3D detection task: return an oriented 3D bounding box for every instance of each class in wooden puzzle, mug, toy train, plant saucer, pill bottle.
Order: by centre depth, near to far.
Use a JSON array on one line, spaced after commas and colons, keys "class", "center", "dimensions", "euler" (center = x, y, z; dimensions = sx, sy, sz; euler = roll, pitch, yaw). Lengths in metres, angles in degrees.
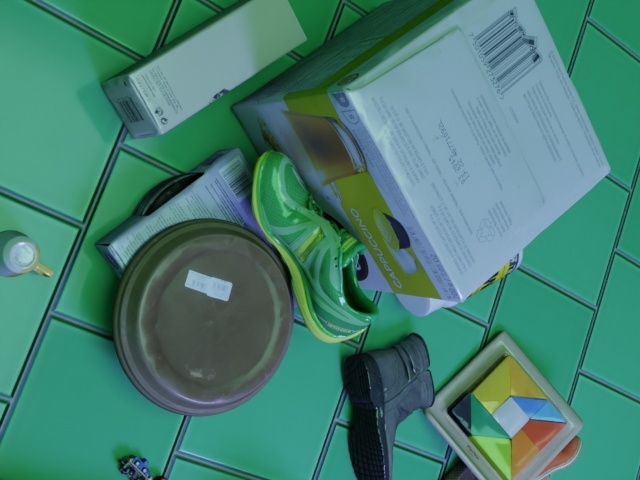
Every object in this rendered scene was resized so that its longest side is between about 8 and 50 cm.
[{"class": "mug", "center": [-0.385, 0.018, 1.242], "dimensions": [0.078, 0.064, 0.062], "euler": [0, 91, -33]}, {"class": "plant saucer", "center": [-0.151, 0.108, 1.330], "dimensions": [0.277, 0.041, 0.278], "euler": [-1, 92, -32]}, {"class": "toy train", "center": [-0.227, 0.356, 1.371], "dimensions": [0.158, 0.027, 0.036], "euler": [50, 63, -23]}, {"class": "pill bottle", "center": [0.225, 0.039, 1.596], "dimensions": [0.208, 0.119, 0.119], "euler": [-27, 105, -29]}, {"class": "wooden puzzle", "center": [0.323, 0.304, 1.662], "dimensions": [0.238, 0.044, 0.221], "euler": [-39, 86, -27]}]

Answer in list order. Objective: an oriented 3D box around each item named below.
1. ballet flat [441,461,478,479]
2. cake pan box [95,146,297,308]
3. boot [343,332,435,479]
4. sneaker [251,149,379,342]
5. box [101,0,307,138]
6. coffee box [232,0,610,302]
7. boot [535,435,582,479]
[{"class": "ballet flat", "center": [0.281, 0.409, 1.674], "dimensions": [0.250, 0.058, 0.084], "euler": [-44, 112, -24]}, {"class": "cake pan box", "center": [-0.156, 0.032, 1.386], "dimensions": [0.245, 0.070, 0.267], "euler": [-43, 112, -26]}, {"class": "boot", "center": [0.129, 0.283, 1.567], "dimensions": [0.161, 0.083, 0.247], "euler": [-9, 97, -38]}, {"class": "sneaker", "center": [0.000, 0.000, 1.362], "dimensions": [0.296, 0.123, 0.109], "euler": [64, 30, -12]}, {"class": "box", "center": [-0.161, -0.252, 1.352], "dimensions": [0.275, 0.113, 0.094], "euler": [-37, 110, -25]}, {"class": "coffee box", "center": [0.142, -0.150, 1.412], "dimensions": [0.338, 0.334, 0.338], "euler": [-39, 111, -24]}, {"class": "boot", "center": [0.414, 0.382, 1.761], "dimensions": [0.157, 0.059, 0.085], "euler": [-27, 100, -28]}]
